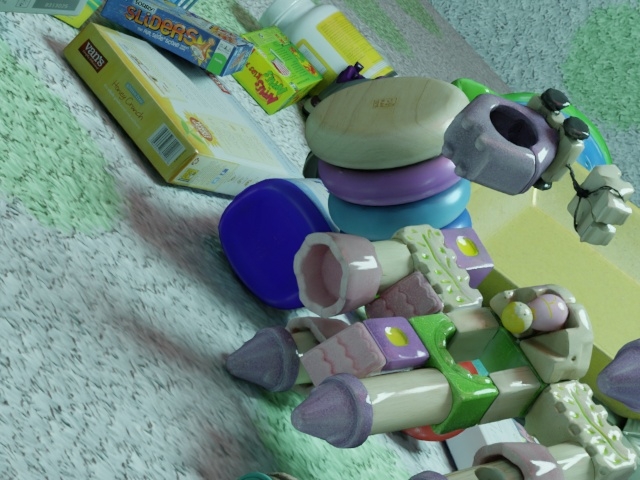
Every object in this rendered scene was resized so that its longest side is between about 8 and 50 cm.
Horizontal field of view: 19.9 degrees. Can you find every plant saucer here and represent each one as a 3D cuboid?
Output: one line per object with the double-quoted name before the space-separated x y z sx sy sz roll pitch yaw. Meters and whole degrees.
"plant saucer" 0.291 0.052 1.973 0.333 0.081 0.333 38 31 12

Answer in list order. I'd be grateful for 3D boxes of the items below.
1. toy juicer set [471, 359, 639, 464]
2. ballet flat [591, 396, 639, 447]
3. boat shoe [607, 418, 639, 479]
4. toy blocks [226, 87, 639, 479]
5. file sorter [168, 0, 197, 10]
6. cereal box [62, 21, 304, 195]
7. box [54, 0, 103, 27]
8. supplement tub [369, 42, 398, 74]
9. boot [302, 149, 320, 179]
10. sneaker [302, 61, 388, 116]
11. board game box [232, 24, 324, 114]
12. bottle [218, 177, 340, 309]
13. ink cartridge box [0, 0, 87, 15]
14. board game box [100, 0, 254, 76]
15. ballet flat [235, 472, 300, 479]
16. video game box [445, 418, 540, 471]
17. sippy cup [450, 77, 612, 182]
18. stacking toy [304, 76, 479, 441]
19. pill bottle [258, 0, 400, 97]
"toy juicer set" 0.168 0.131 1.882 0.329 0.089 0.209 37 2 -12
"ballet flat" 0.354 0.182 2.112 0.400 0.139 0.139 36 18 -25
"boat shoe" 0.323 0.245 1.996 0.227 0.079 0.081 48 19 17
"toy blocks" 0.076 0.089 1.334 0.260 0.309 0.288 -5 50 -39
"file sorter" -0.176 -0.328 2.056 0.118 0.104 0.170 43 15 -18
"cereal box" -0.127 -0.117 1.752 0.173 0.047 0.240 50 14 20
"box" -0.293 -0.276 1.720 0.179 0.043 0.105 22 29 -53
"supplement tub" 0.073 -0.220 2.532 0.071 0.071 0.107 36 17 -35
"boot" 0.050 -0.045 1.990 0.236 0.085 0.178 46 11 -28
"sneaker" 0.057 -0.150 2.170 0.083 0.098 0.224 38 3 -36
"board game box" -0.057 -0.206 2.186 0.092 0.043 0.181 47 15 0
"bottle" 0.000 0.000 1.712 0.118 0.092 0.283 56 16 10
"ink cartridge box" -0.297 -0.270 1.592 0.145 0.045 0.179 -2 50 -41
"board game box" -0.142 -0.213 1.858 0.136 0.035 0.201 27 7 -1
"ballet flat" 0.013 0.257 1.073 0.106 0.107 0.316 46 14 -32
"video game box" 0.200 0.244 1.724 0.187 0.048 0.205 36 18 -30
"sippy cup" 0.244 -0.046 2.300 0.305 0.240 0.224 23 25 5
"stacking toy" 0.081 0.032 1.584 0.141 0.141 0.330 -99 178 -65
"pill bottle" 0.009 -0.234 2.324 0.184 0.103 0.103 49 15 5
